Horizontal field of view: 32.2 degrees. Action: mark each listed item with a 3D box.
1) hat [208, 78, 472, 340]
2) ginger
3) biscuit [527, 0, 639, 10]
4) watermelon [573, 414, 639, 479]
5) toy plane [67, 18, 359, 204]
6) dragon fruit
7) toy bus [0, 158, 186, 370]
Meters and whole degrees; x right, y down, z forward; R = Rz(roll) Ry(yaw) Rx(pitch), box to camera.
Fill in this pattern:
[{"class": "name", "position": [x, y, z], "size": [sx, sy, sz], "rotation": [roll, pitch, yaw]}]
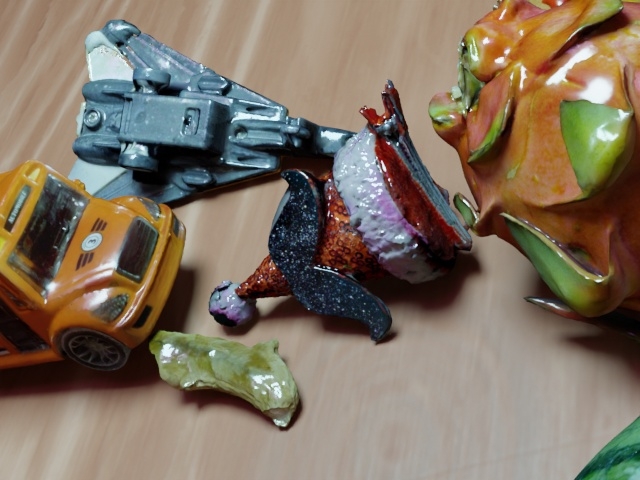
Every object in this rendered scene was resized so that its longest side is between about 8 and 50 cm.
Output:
[{"class": "hat", "position": [-0.002, -0.001, 0.855], "size": [0.227, 0.140, 0.129], "rotation": [-30, 31, 20]}, {"class": "ginger", "position": [-0.072, 0.099, 0.852], "size": [0.137, 0.044, 0.057], "rotation": [12, 28, 30]}, {"class": "biscuit", "position": [0.226, -0.188, 0.954], "size": [0.165, 0.036, 0.250], "rotation": [-20, 44, 11]}, {"class": "watermelon", "position": [0.227, 0.161, 0.545], "size": [0.262, 0.213, 0.201], "rotation": [-36, 59, 3]}, {"class": "toy plane", "position": [-0.094, -0.097, 1.004], "size": [0.316, 0.103, 0.204], "rotation": [7, 87, 30]}, {"class": "dragon fruit", "position": [0.191, -0.059, 0.730], "size": [0.227, 0.224, 0.224], "rotation": [27, 67, 37]}, {"class": "toy bus", "position": [-0.281, 0.029, 0.940], "size": [0.329, 0.153, 0.143], "rotation": [-10, 45, 28]}]
